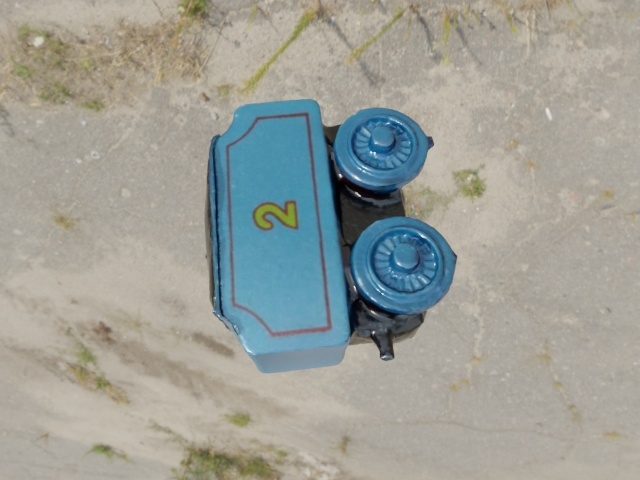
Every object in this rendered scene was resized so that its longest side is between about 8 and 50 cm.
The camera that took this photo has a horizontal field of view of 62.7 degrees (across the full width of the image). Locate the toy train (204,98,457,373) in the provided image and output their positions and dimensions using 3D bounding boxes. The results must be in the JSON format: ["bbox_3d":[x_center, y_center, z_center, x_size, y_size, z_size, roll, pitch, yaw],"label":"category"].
[{"bbox_3d":[0.000,0.000,0.607,0.265,0.300,0.188,-5,158,-4],"label":"toy train"}]
